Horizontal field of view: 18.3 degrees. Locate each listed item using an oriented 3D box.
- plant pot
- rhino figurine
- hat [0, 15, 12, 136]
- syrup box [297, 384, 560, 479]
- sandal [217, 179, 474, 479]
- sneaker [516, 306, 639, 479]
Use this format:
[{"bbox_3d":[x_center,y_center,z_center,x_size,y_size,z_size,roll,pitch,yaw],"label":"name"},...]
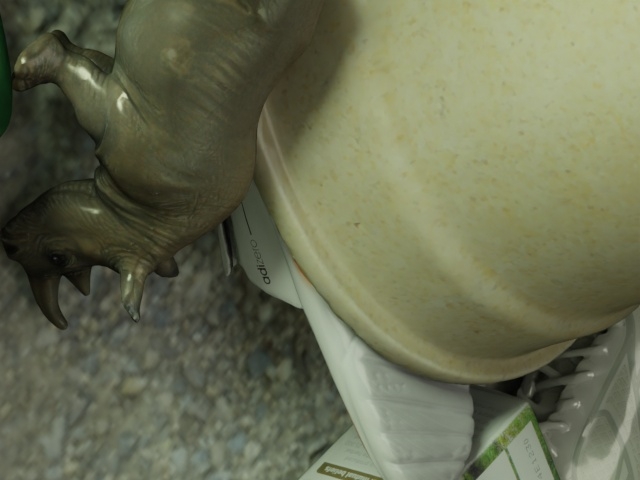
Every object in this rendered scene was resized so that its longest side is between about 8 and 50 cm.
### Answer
[{"bbox_3d":[0.177,-0.113,0.884,0.334,0.305,0.334,12,74,-48],"label":"plant pot"},{"bbox_3d":[-0.072,-0.057,0.826,0.073,0.106,0.243,-65,180,-63],"label":"rhino figurine"},{"bbox_3d":[-0.229,-0.083,0.739,0.183,0.208,0.173,-19,148,5],"label":"hat"},{"bbox_3d":[0.018,0.179,1.002,0.237,0.096,0.093,-42,124,-29],"label":"syrup box"},{"bbox_3d":[-0.006,0.004,0.945,0.102,0.076,0.265,-28,104,-48],"label":"sandal"},{"bbox_3d":[0.155,0.093,1.118,0.118,0.110,0.292,0,99,-35],"label":"sneaker"}]
